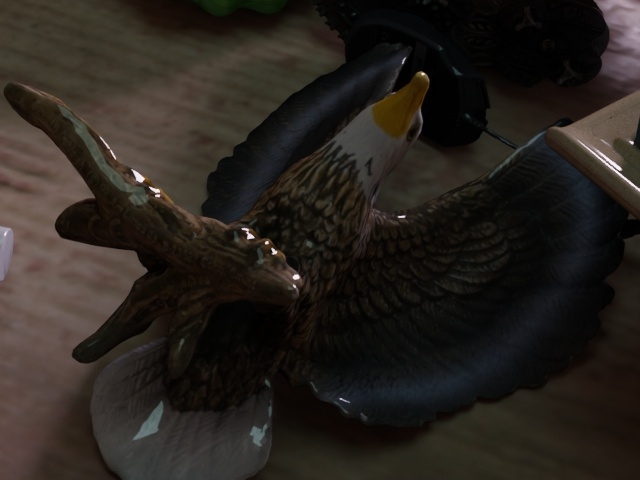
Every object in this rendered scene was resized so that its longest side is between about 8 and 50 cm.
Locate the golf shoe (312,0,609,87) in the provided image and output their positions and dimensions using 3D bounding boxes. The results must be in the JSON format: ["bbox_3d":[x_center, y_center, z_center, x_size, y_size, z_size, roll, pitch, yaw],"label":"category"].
[{"bbox_3d":[0.092,-0.153,1.211,0.198,0.077,0.094,17,29,3],"label":"golf shoe"}]

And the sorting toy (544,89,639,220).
[{"bbox_3d":[0.287,-0.010,0.871,0.229,0.041,0.307,-24,50,-29],"label":"sorting toy"}]

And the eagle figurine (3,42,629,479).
[{"bbox_3d":[0.008,-0.005,0.981,0.298,0.225,0.226,-9,82,-59],"label":"eagle figurine"}]

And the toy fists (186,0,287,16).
[{"bbox_3d":[-0.013,-0.236,1.258,0.279,0.096,0.142,-22,51,-30],"label":"toy fists"}]

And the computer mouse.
[{"bbox_3d":[0.111,-0.074,1.121,0.242,0.071,0.041,36,47,25],"label":"computer mouse"}]

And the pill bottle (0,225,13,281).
[{"bbox_3d":[-0.214,0.000,1.011,0.083,0.043,0.043,10,43,3],"label":"pill bottle"}]
